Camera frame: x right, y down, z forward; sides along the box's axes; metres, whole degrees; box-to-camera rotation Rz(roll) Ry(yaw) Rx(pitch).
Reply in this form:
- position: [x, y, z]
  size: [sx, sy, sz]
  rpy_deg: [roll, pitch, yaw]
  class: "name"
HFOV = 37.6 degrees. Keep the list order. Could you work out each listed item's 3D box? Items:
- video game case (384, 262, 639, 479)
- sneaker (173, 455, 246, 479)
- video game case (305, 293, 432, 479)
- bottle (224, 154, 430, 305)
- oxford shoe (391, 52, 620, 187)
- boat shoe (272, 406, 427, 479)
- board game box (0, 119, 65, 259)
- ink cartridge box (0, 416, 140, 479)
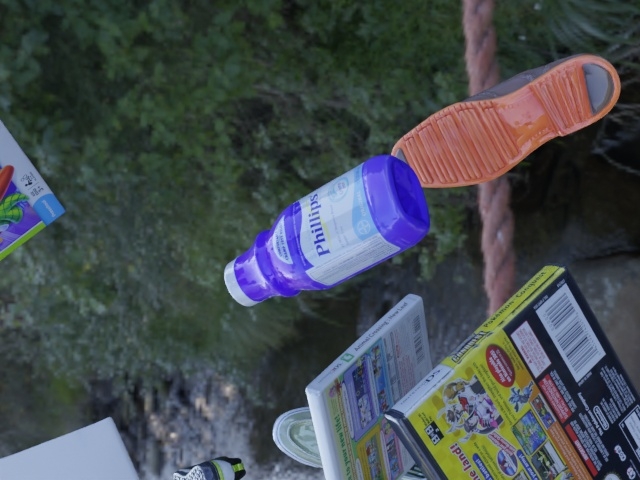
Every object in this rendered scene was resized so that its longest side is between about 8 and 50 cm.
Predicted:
- position: [0.228, 0.205, 0.986]
  size: [0.274, 0.248, 0.035]
  rpy_deg: [57, 160, -17]
  class: "video game case"
- position: [-0.204, 0.458, 1.782]
  size: [0.235, 0.097, 0.084]
  rpy_deg: [-35, 71, 58]
  class: "sneaker"
- position: [0.067, 0.197, 1.073]
  size: [0.023, 0.193, 0.212]
  rpy_deg: [15, 129, 37]
  class: "video game case"
- position: [0.000, 0.000, 1.183]
  size: [0.283, 0.092, 0.118]
  rpy_deg: [-28, 58, 31]
  class: "bottle"
- position: [0.286, -0.185, 1.474]
  size: [0.130, 0.364, 0.132]
  rpy_deg: [65, -162, -15]
  class: "oxford shoe"
- position: [0.066, 0.363, 1.674]
  size: [0.094, 0.302, 0.109]
  rpy_deg: [130, 153, -77]
  class: "boat shoe"
- position: [-0.466, -0.089, 1.026]
  size: [0.078, 0.233, 0.347]
  rpy_deg: [37, 161, 39]
  class: "board game box"
- position: [-0.226, 0.325, 0.767]
  size: [0.270, 0.197, 0.198]
  rpy_deg: [61, 145, 17]
  class: "ink cartridge box"
